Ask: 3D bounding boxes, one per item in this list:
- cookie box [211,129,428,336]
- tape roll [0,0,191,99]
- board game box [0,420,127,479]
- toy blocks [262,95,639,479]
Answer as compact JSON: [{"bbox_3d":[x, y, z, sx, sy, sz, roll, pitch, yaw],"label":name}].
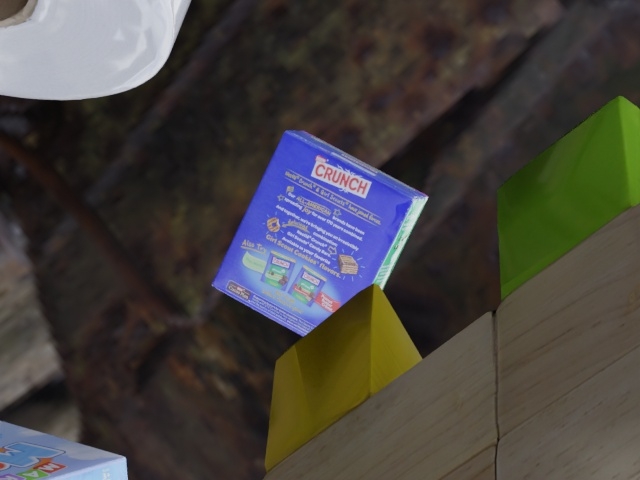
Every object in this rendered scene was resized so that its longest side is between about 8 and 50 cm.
[{"bbox_3d":[0.000,0.000,1.153,0.107,0.092,0.040,-64,169,11],"label":"cookie box"},{"bbox_3d":[-0.264,-0.217,1.211,0.392,0.392,0.072,101,7,-68],"label":"tape roll"},{"bbox_3d":[-0.242,0.143,1.135,0.160,0.211,0.039,-12,105,-44],"label":"board game box"},{"bbox_3d":[0.140,0.116,0.520,0.381,0.261,0.191,-39,-151,32],"label":"toy blocks"}]
